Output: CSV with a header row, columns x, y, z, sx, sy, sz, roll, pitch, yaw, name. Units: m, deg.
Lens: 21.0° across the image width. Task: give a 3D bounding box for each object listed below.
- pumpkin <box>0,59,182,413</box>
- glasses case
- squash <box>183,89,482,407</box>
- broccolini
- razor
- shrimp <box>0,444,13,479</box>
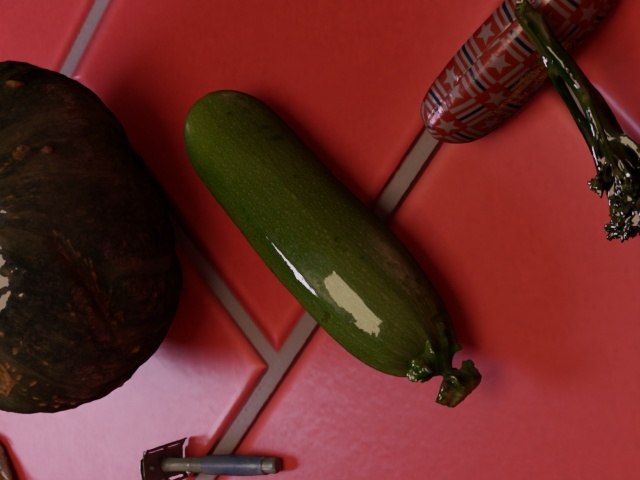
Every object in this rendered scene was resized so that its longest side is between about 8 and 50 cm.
x,y,z,sx,sy,sz,roll,pitch,yaw,name
-0.284,0.006,1.612,0.291,0.257,0.328,-22,75,29,pumpkin
0.148,-0.138,1.307,0.194,0.073,0.049,-47,57,37,glasses case
0.000,0.000,1.450,0.379,0.101,0.101,49,125,27,squash
0.189,-0.082,1.242,0.201,0.058,0.074,50,133,-4,broccolini
-0.095,0.207,1.602,0.135,0.068,0.040,-5,94,32,razor
-0.358,0.292,1.866,0.223,0.047,0.126,47,114,31,shrimp
